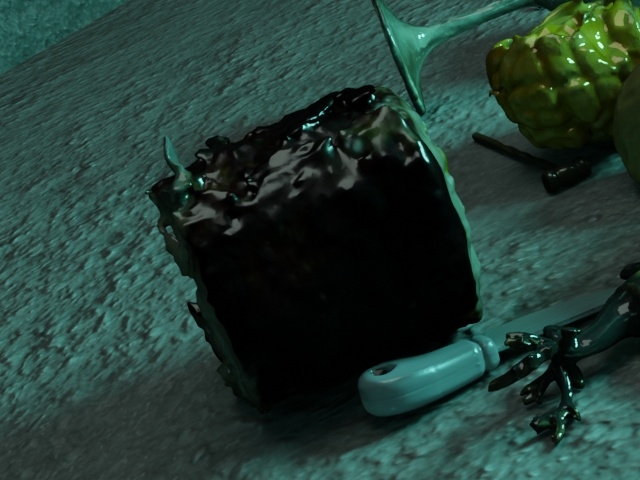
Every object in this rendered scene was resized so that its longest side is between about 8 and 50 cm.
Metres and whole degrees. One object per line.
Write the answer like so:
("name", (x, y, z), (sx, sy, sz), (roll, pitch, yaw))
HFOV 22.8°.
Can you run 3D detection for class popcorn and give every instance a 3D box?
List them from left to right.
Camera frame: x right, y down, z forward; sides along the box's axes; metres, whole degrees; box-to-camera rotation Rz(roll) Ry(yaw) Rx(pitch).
("popcorn", (0.330, -0.207, 1.955), (0.250, 0.190, 0.250), (-9, 24, 4))

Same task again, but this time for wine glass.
("wine glass", (0.290, -0.346, 2.282), (0.406, 0.267, 0.267), (-22, 20, 5))

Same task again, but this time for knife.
("knife", (0.183, 0.096, 1.563), (0.331, 0.044, 0.080), (-21, 10, -21))

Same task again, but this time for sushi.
("sushi", (-0.001, 0.002, 1.599), (0.294, 0.281, 0.299), (-20, -4, -5))

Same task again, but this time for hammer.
("hammer", (0.253, -0.108, 2.026), (0.058, 0.029, 0.292), (-22, 19, -13))

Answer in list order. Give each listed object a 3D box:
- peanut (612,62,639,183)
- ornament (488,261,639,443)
("peanut", (0.459, -0.223, 1.756), (0.387, 0.169, 0.192), (-55, 39, 20))
("ornament", (0.271, 0.098, 1.418), (0.236, 0.080, 0.202), (-28, 19, -28))
